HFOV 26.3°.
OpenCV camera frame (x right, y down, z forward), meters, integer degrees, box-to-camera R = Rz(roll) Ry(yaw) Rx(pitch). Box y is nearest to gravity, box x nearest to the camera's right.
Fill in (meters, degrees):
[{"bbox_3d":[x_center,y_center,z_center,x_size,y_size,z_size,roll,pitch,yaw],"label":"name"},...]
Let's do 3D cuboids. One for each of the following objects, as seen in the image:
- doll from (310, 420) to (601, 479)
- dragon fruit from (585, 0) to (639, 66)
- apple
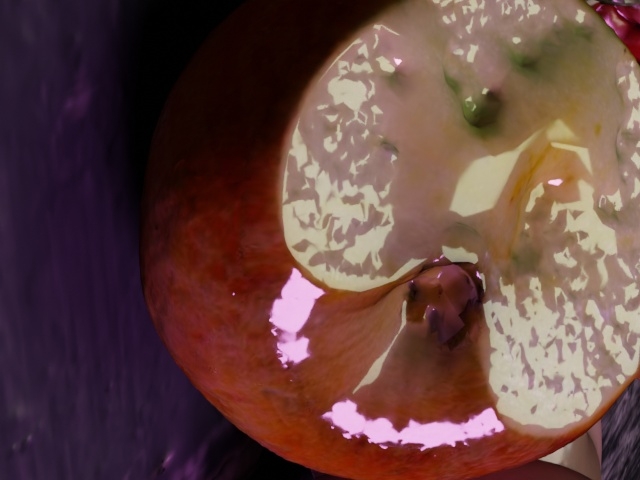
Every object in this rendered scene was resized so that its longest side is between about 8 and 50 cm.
[{"bbox_3d":[0.064,0.180,0.584,0.216,0.284,0.269,44,43,-68],"label":"doll"},{"bbox_3d":[0.135,-0.171,0.606,0.293,0.233,0.234,-93,-178,-58],"label":"dragon fruit"},{"bbox_3d":[0.026,-0.004,0.482,0.195,0.160,0.173,32,54,-25],"label":"apple"}]
